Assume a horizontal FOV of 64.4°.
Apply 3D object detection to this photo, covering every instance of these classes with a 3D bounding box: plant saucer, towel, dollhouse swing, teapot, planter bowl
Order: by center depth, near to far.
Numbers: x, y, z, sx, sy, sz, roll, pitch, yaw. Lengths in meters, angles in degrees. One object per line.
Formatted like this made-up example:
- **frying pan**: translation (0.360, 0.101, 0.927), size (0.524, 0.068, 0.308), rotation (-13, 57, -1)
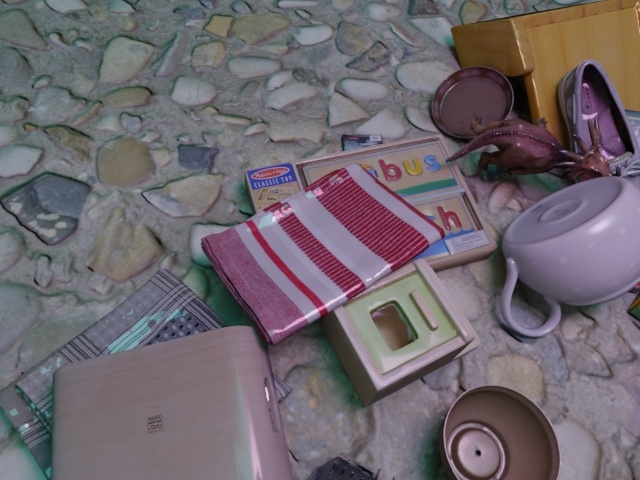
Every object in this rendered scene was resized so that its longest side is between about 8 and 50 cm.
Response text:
- **planter bowl**: translation (0.241, 0.301, 0.730), size (0.162, 0.109, 0.162), rotation (2, 60, -4)
- **towel**: translation (-0.262, 0.229, 0.752), size (0.312, 0.056, 0.324), rotation (41, 65, 17)
- **towel**: translation (0.000, 0.000, 0.814), size (0.329, 0.037, 0.237), rotation (-30, 51, -20)
- **teapot**: translation (0.449, 0.027, 0.865), size (0.187, 0.256, 0.252), rotation (57, 44, -10)
- **plant saucer**: translation (0.326, -0.293, 1.094), size (0.169, 0.029, 0.168), rotation (-6, 73, 20)
- **dollhouse swing**: translation (0.539, -0.375, 1.180), size (0.347, 0.304, 0.315), rotation (-17, 22, -14)

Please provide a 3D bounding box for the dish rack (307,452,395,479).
- **dish rack**: translation (0.085, 0.396, 0.641), size (0.272, 0.074, 0.208), rotation (24, 42, 17)

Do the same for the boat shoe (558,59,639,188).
- **boat shoe**: translation (0.549, -0.188, 0.986), size (0.118, 0.103, 0.320), rotation (-15, 92, 17)

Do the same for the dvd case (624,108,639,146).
- **dvd case**: translation (0.657, -0.175, 1.024), size (0.221, 0.018, 0.164), rotation (16, 90, 20)

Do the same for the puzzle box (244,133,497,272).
- **puzzle box**: translation (0.087, -0.049, 0.941), size (0.409, 0.052, 0.272), rotation (-13, 65, -13)

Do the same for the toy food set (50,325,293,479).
- **toy food set**: translation (-0.206, 0.255, 0.678), size (0.306, 0.092, 0.219), rotation (-13, 60, -4)

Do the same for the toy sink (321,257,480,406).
- **toy sink**: translation (0.142, 0.132, 0.805), size (0.234, 0.131, 0.152), rotation (-21, 65, -17)

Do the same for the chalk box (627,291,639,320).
- **chalk box**: translation (0.681, 0.125, 0.866), size (0.213, 0.132, 0.132), rotation (42, 64, 16)

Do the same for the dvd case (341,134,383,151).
- **dvd case**: translation (0.091, -0.169, 1.042), size (0.087, 0.013, 0.119), rotation (-2, 62, -7)

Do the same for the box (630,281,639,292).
- **box**: translation (0.553, 0.027, 0.967), size (0.094, 0.027, 0.137), rotation (10, 60, 2)

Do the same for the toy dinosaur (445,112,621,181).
- **toy dinosaur**: translation (0.392, -0.173, 0.933), size (0.296, 0.200, 0.127), rotation (4, 102, -15)
